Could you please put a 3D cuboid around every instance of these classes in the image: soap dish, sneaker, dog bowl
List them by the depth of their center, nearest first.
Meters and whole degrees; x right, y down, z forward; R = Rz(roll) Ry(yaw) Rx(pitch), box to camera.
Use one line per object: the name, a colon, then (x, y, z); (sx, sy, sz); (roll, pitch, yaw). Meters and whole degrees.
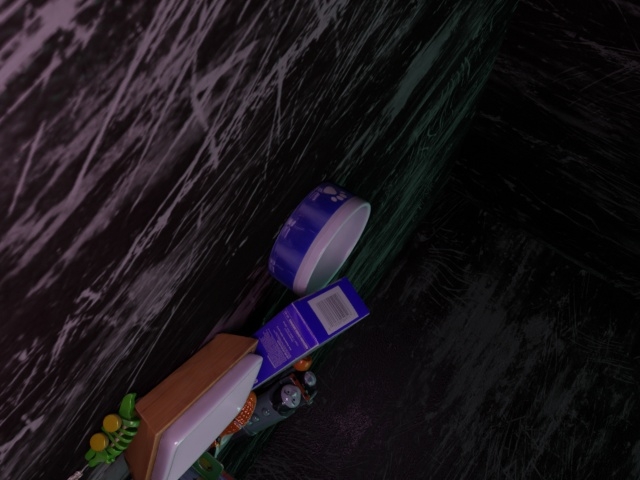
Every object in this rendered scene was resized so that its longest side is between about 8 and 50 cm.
soap dish: (-0.256, 0.336, 0.999); (0.291, 0.118, 0.228); (-38, 157, -51)
dog bowl: (0.000, 0.000, 1.137); (0.265, 0.104, 0.265); (-51, 165, -20)
sneaker: (-0.279, 0.531, 1.442); (0.262, 0.099, 0.121); (-49, 173, 0)

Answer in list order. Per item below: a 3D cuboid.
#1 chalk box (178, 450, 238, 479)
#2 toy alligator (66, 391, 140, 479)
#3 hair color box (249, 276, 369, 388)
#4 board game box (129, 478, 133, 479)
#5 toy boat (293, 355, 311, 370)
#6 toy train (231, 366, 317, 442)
chalk box: (-0.351, 0.665, 1.287); (0.288, 0.180, 0.179); (-56, 166, 3)
toy alligator: (-0.352, 0.344, 0.830); (0.189, 0.051, 0.056); (-56, 166, -1)
hair color box: (-0.067, 0.224, 1.135); (0.185, 0.110, 0.339); (-20, 162, -48)
board game box: (-0.385, 0.661, 1.133); (0.194, 0.194, 0.060); (-62, 165, 23)
toy boat: (-0.091, 0.321, 1.447); (0.151, 0.151, 0.231); (-45, 162, -39)
toy train: (-0.155, 0.505, 1.531); (0.334, 0.142, 0.190); (-36, 177, 34)
